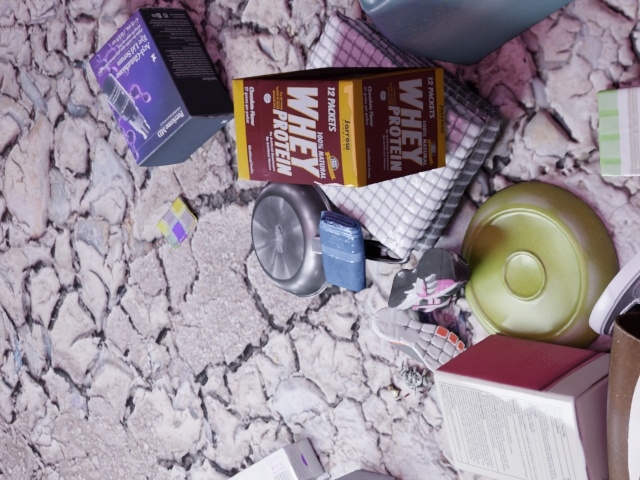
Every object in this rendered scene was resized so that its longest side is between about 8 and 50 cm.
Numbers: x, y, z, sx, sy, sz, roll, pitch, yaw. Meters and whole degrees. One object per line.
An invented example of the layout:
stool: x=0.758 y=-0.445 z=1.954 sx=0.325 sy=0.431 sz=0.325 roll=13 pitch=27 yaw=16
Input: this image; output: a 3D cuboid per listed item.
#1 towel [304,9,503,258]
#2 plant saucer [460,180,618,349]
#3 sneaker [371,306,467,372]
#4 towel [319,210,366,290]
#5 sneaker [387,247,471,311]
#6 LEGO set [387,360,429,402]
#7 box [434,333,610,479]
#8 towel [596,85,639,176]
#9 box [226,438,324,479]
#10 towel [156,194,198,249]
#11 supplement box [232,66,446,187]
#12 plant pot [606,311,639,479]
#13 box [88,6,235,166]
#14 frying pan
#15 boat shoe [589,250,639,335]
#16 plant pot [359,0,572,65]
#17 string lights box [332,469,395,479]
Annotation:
towel: x=0.090 y=-0.149 z=1.797 sx=0.284 sy=0.121 sz=0.235 roll=43 pitch=124 yaw=25
plant saucer: x=0.276 y=0.043 z=1.721 sx=0.241 sy=0.037 sz=0.240 roll=7 pitch=101 yaw=39
sneaker: x=0.147 y=0.145 z=1.845 sx=0.158 sy=0.065 sz=0.061 roll=34 pitch=81 yaw=13
towel: x=0.033 y=0.015 z=1.816 sx=0.067 sy=0.029 sz=0.119 roll=19 pitch=136 yaw=27
sneaker: x=0.164 y=0.058 z=1.775 sx=0.178 sy=0.077 sz=0.072 roll=157 pitch=125 yaw=-66
LEGO set: x=0.125 y=0.206 z=1.885 sx=0.054 sy=0.023 sz=0.083 roll=44 pitch=122 yaw=26
box: x=0.278 y=0.220 z=1.651 sx=0.232 sy=0.127 sz=0.148 roll=7 pitch=117 yaw=48
towel: x=0.410 y=-0.133 z=1.592 sx=0.152 sy=0.023 sz=0.113 roll=2 pitch=97 yaw=42
box: x=-0.126 y=0.412 z=2.107 sx=0.324 sy=0.063 sz=0.067 roll=-37 pitch=72 yaw=38
towel: x=-0.237 y=-0.029 z=2.163 sx=0.083 sy=0.009 sz=0.060 roll=-48 pitch=68 yaw=35
supplement box: x=0.026 y=-0.147 z=1.643 sx=0.194 sy=0.191 sz=0.129 roll=6 pitch=104 yaw=39
plant pot: x=0.416 y=0.225 z=1.501 sx=0.215 sy=0.215 sz=0.230 roll=22 pitch=105 yaw=36
box: x=-0.251 y=-0.243 z=2.074 sx=0.153 sy=0.108 sz=0.207 roll=-38 pitch=72 yaw=37
frying pan: x=-0.007 y=0.024 z=1.925 sx=0.326 sy=0.053 sz=0.197 roll=41 pitch=129 yaw=40
boat shoe: x=0.418 y=0.045 z=1.581 sx=0.076 sy=0.080 sz=0.228 roll=49 pitch=117 yaw=25
plant pot: x=0.153 y=-0.373 z=1.615 sx=0.248 sy=0.252 sz=0.247 roll=-30 pitch=78 yaw=40
string lights box: x=0.048 y=0.484 z=1.924 sx=0.077 sy=0.133 sz=0.259 roll=5 pitch=100 yaw=39
